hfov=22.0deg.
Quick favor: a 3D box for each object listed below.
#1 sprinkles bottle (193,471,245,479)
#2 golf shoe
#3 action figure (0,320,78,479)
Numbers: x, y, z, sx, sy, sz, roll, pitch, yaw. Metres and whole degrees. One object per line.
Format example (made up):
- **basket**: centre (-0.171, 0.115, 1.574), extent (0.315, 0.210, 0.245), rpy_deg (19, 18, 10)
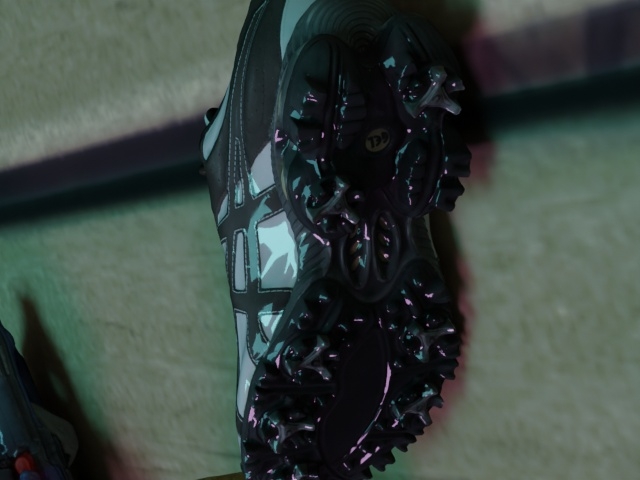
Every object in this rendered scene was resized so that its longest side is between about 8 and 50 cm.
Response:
- **sprinkles bottle**: centre (-0.024, 0.272, 0.712), extent (0.121, 0.121, 0.355), rpy_deg (34, 136, 46)
- **golf shoe**: centre (0.000, 0.000, 0.552), extent (0.094, 0.077, 0.198), rpy_deg (53, 143, 47)
- **action figure**: centre (-0.192, 0.232, 0.924), extent (0.341, 0.178, 0.330), rpy_deg (65, 161, 11)
